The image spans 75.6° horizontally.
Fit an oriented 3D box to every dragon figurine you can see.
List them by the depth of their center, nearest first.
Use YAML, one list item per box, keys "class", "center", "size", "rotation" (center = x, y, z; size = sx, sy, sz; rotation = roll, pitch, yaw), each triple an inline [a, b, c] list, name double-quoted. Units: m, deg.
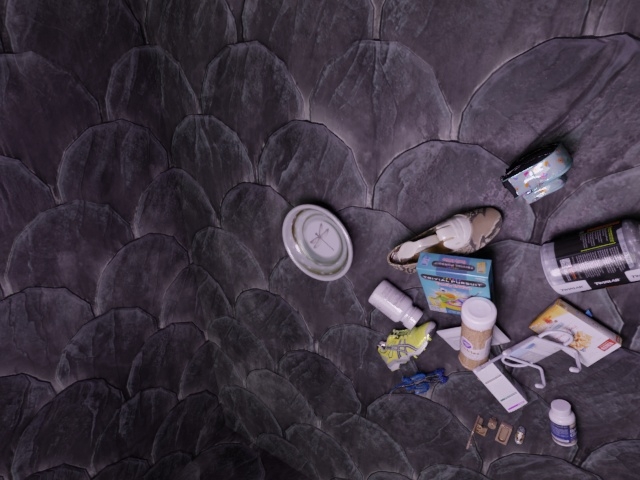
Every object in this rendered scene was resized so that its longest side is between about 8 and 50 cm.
- class: "dragon figurine"
  center: [0.459, 0.671, 1.953]
  size: [0.144, 0.289, 0.085]
  rotation: [137, 118, -71]

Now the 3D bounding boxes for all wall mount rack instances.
- class: "wall mount rack"
  center: [0.767, 0.446, 1.554]
  size: [0.304, 0.130, 0.350]
  rotation: [17, 142, -3]

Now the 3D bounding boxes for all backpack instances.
- class: "backpack"
  center: [0.699, -0.218, 1.310]
  size: [0.144, 0.166, 0.188]
  rotation: [48, 136, 4]

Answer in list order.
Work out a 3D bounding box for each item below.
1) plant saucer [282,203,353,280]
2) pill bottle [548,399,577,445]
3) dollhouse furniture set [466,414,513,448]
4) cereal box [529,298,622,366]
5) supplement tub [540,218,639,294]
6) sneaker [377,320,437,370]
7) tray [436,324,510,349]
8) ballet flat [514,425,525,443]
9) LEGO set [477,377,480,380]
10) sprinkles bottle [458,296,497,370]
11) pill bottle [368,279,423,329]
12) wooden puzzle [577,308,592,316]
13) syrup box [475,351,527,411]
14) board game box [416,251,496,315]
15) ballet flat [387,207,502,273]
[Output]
- class: "plant saucer"
  center: [0.000, 0.000, 1.997]
  size: [0.401, 0.100, 0.400]
  rotation: [18, 124, 29]
- class: "pill bottle"
  center: [0.978, 0.733, 1.667]
  size: [0.094, 0.094, 0.169]
  rotation: [-3, 112, 38]
- class: "dollhouse furniture set"
  center: [0.774, 0.902, 1.892]
  size: [0.151, 0.123, 0.144]
  rotation: [19, 124, 28]
- class: "cereal box"
  center: [0.924, 0.338, 1.508]
  size: [0.240, 0.047, 0.173]
  rotation: [35, 139, 16]
- class: "supplement tub"
  center: [0.889, 0.051, 1.296]
  size: [0.316, 0.193, 0.193]
  rotation: [-23, 99, 43]
- class: "sneaker"
  center: [0.395, 0.479, 1.935]
  size: [0.147, 0.145, 0.384]
  rotation: [44, 130, 9]
- class: "tray"
  center: [0.639, 0.415, 1.748]
  size: [0.145, 0.030, 0.270]
  rotation: [43, 140, -18]
- class: "ballet flat"
  center: [0.891, 0.885, 1.853]
  size: [0.041, 0.041, 0.114]
  rotation: [14, 122, 31]
- class: "LEGO set"
  center: [0.729, 0.606, 1.833]
  size: [0.054, 0.023, 0.083]
  rotation: [21, 125, 26]
- class: "sprinkles bottle"
  center: [0.601, 0.367, 1.593]
  size: [0.121, 0.121, 0.355]
  rotation: [16, 142, 30]
- class: "pill bottle"
  center: [0.345, 0.295, 1.878]
  size: [0.229, 0.131, 0.131]
  rotation: [37, 131, 15]
- class: "wooden puzzle"
  center: [0.939, 0.289, 1.508]
  size: [0.078, 0.014, 0.116]
  rotation: [50, 139, -3]
- class: "syrup box"
  center: [0.753, 0.592, 1.746]
  size: [0.096, 0.093, 0.237]
  rotation: [-42, 86, 24]
- class: "board game box"
  center: [0.531, 0.184, 1.600]
  size: [0.254, 0.079, 0.336]
  rotation: [6, 147, 30]
- class: "ballet flat"
  center: [0.451, 0.011, 1.598]
  size: [0.483, 0.182, 0.164]
  rotation: [-32, 61, 43]
